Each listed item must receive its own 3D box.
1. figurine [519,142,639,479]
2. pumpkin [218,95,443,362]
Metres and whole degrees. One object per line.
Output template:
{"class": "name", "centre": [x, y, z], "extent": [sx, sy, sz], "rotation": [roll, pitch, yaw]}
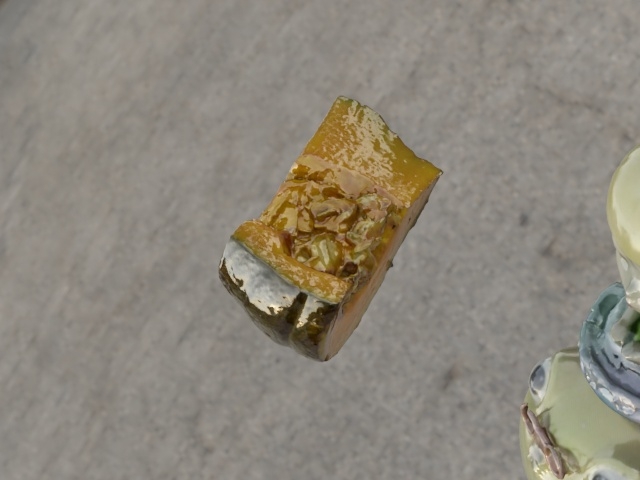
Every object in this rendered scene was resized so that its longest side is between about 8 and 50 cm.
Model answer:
{"class": "figurine", "centre": [0.265, 0.059, 0.973], "extent": [0.275, 0.394, 0.226], "rotation": [-22, 45, -12]}
{"class": "pumpkin", "centre": [0.002, -0.001, 1.258], "extent": [0.248, 0.131, 0.126], "rotation": [-48, -19, -42]}
